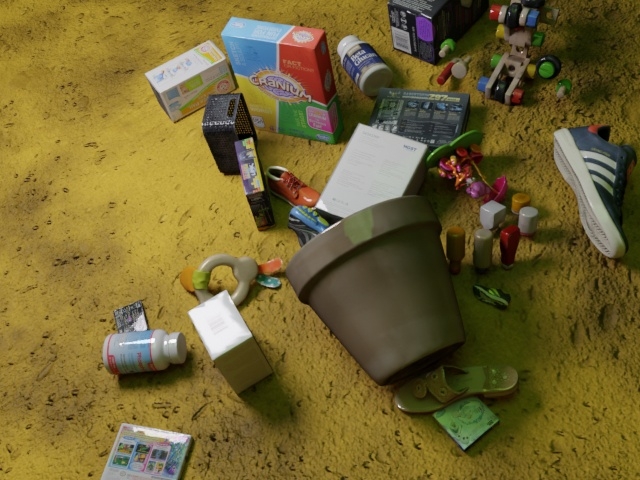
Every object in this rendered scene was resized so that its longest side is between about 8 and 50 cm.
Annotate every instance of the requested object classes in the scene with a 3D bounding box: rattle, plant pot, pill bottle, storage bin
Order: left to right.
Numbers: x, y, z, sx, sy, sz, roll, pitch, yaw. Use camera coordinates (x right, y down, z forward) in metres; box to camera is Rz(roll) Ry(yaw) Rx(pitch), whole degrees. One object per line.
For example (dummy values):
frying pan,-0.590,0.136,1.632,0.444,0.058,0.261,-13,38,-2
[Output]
pill bottle,-0.369,0.234,1.544,0.160,0.087,0.087,-7,55,8
storage bin,-0.220,-0.262,1.798,0.084,0.180,0.122,-1,56,10
rattle,-0.199,0.083,1.650,0.199,0.143,0.130,-23,86,-23
pill bottle,0.111,-0.464,1.924,0.094,0.094,0.169,-26,55,-7
plant pot,0.136,0.114,1.420,0.323,0.323,0.280,-26,71,-7

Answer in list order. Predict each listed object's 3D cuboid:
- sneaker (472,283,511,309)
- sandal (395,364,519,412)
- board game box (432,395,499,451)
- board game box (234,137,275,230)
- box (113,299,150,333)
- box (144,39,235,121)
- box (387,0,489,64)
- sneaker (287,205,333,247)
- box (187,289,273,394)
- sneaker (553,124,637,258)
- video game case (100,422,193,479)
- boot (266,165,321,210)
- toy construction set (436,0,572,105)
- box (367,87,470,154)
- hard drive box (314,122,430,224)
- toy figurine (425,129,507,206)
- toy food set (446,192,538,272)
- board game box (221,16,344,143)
sneaker,0.357,0.113,1.522,0.083,0.031,0.035,30,53,23
sandal,0.250,0.260,1.387,0.240,0.079,0.088,-11,43,13
board game box,0.275,0.338,1.385,0.090,0.020,0.090,-35,56,-13
board game box,-0.153,-0.132,1.719,0.048,0.141,0.170,-15,54,0
box,-0.422,0.182,1.632,0.067,0.018,0.083,-23,55,-5
box,-0.349,-0.432,1.980,0.203,0.114,0.103,-31,54,-11
box,0.319,-0.629,1.951,0.143,0.165,0.270,31,66,28
sneaker,0.000,0.000,1.650,0.188,0.078,0.067,42,37,17
box,-0.179,0.207,1.473,0.091,0.170,0.130,-30,56,-8
sneaker,0.619,-0.123,1.565,0.148,0.131,0.350,-14,54,7
video game case,-0.345,0.441,1.439,0.157,0.019,0.143,5,57,16
boot,-0.063,-0.124,1.732,0.157,0.085,0.059,24,62,23
toy construction set,0.464,-0.492,1.835,0.308,0.258,0.237,-4,33,36
box,0.239,-0.287,1.798,0.232,0.059,0.183,8,58,17
hard drive box,0.123,-0.128,1.664,0.181,0.089,0.232,22,76,23
toy figurine,0.344,-0.144,1.639,0.173,0.130,0.159,-16,60,-37
toy food set,0.380,-0.005,1.573,0.232,0.105,0.111,-28,42,-28
board game box,-0.084,-0.381,1.769,0.242,0.317,0.064,14,60,20
